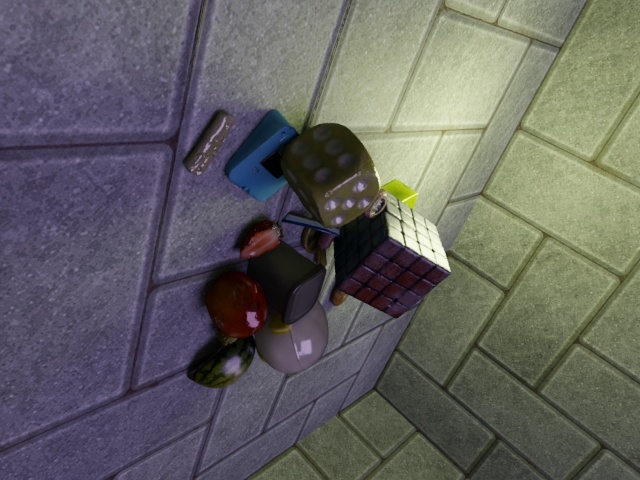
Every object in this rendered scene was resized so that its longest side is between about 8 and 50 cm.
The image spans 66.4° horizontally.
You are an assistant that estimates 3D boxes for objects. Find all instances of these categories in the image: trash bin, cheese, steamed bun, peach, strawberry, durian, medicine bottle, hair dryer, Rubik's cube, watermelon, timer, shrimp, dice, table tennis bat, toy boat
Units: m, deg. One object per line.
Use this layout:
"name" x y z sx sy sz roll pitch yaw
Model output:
"trash bin" -0.131 0.141 1.832 0.219 0.250 0.219 -24 141 -42
"cheese" -0.300 -0.263 1.333 0.193 0.043 0.065 -55 151 5
"steamed bun" -0.119 0.362 2.007 0.335 0.374 0.333 -2 112 -5
"peach" -0.285 0.225 1.729 0.200 0.244 0.243 -24 142 -51
"strawberry" -0.216 -0.003 1.724 0.187 0.082 0.146 -37 144 -14
"durian" -0.330 0.308 1.886 0.208 0.102 0.146 -53 -179 -5
"medicine bottle" 0.312 -0.157 2.250 0.250 0.141 0.137 -30 147 -34
"hair dryer" 0.098 -0.094 1.939 0.125 0.210 0.352 -6 130 -55
"Rubik's cube" 0.284 0.057 2.040 0.344 0.337 0.344 31 124 -23
"watermelon" -0.385 0.470 1.946 0.303 0.159 0.128 -41 146 -17
"timer" -0.164 -0.256 1.536 0.250 0.091 0.232 -41 153 4
"shrimp" 0.135 0.228 2.520 0.152 0.063 0.287 -24 145 -45
"dice" 0.032 -0.199 1.501 0.227 0.238 0.233 -34 153 -6
"table tennis bat" 0.000 0.000 2.084 0.198 0.050 0.320 -36 144 -30
"toy boat" -0.033 -0.060 1.860 0.229 0.080 0.045 17 95 -18
